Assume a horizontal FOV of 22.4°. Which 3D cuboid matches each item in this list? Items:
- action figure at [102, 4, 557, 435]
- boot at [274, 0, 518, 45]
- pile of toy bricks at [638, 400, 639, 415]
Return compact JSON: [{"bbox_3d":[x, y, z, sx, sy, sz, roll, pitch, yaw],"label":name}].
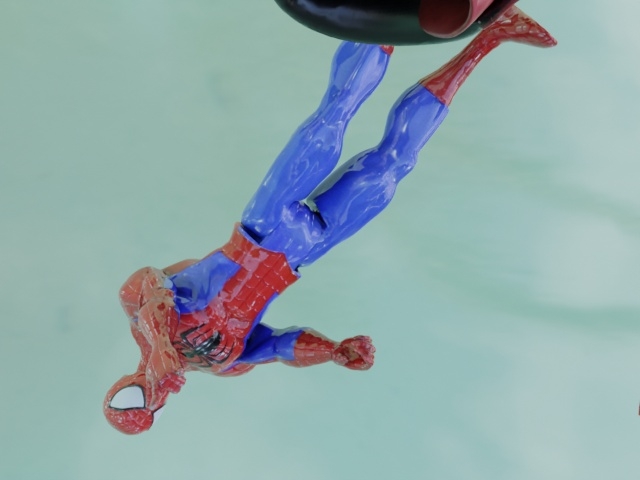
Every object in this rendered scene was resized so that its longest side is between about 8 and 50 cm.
[{"bbox_3d":[0.000,0.000,0.741,0.091,0.139,0.280,37,100,-29],"label":"action figure"},{"bbox_3d":[0.103,-0.136,0.517,0.176,0.244,0.088,-79,149,-48],"label":"boot"},{"bbox_3d":[0.190,0.090,0.405,0.118,0.212,0.105,19,78,-61],"label":"pile of toy bricks"}]
